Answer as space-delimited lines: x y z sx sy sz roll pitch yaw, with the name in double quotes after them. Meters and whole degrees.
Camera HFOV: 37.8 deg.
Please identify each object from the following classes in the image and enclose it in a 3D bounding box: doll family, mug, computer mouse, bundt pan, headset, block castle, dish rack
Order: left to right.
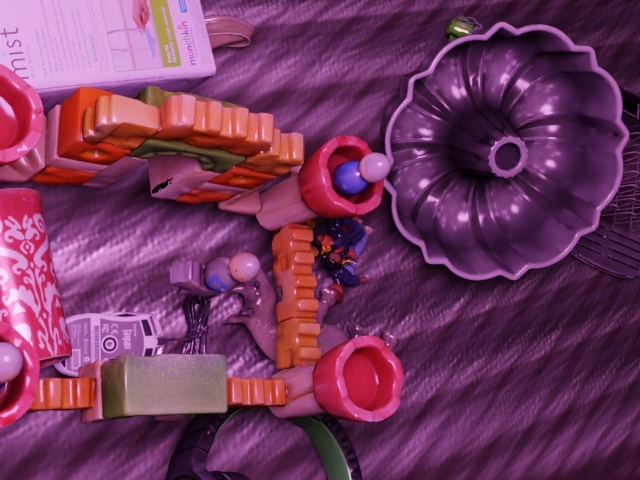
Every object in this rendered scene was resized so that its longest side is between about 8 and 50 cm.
-0.329 0.052 0.927 0.150 0.113 0.169 -18 82 2 "mug"
-0.210 0.110 1.030 0.193 0.042 0.106 3 85 -35 "computer mouse"
-0.133 0.022 0.864 0.453 0.213 0.303 7 73 -35 "block castle"
-0.094 0.351 1.024 0.243 0.185 0.394 38 50 -23 "headset"
0.000 0.000 1.148 0.193 0.076 0.111 30 63 -25 "doll family"
0.220 -0.120 1.210 0.331 0.124 0.331 -4 108 -13 "bundt pan"
0.459 -0.085 1.424 0.208 0.074 0.271 19 73 -25 "dish rack"

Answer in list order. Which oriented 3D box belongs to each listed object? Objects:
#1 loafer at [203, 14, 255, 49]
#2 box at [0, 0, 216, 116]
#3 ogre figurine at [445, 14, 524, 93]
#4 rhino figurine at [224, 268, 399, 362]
-0.149 -0.239 1.116 0.148 0.056 0.050 -5 85 -20 "loafer"
-0.258 -0.270 0.958 0.231 0.127 0.262 -13 89 -31 "box"
0.227 -0.211 1.306 0.118 0.097 0.197 6 62 -11 "ogre figurine"
-0.023 0.106 1.117 0.243 0.073 0.106 35 63 -19 "rhino figurine"
